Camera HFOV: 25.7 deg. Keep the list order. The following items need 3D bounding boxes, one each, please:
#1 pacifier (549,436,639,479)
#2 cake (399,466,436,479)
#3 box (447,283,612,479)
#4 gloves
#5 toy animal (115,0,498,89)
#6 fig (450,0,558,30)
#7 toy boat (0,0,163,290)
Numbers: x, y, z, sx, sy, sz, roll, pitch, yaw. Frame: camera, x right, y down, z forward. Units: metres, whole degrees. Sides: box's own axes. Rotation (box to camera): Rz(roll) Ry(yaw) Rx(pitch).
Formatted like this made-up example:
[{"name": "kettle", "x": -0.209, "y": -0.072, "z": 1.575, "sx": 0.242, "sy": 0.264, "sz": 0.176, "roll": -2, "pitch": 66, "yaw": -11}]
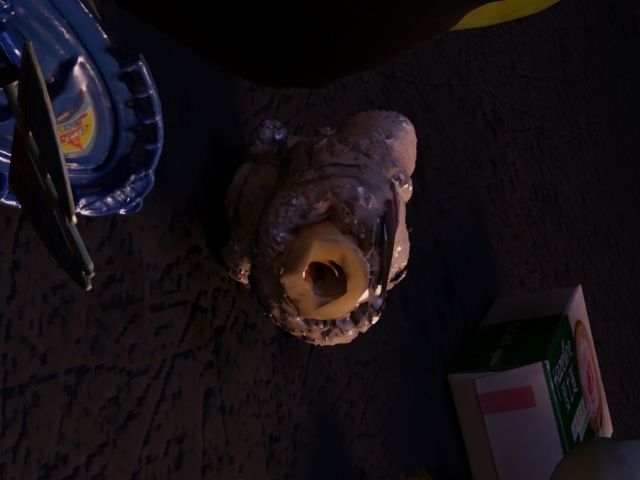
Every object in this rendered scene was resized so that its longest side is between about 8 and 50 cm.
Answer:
[{"name": "pacifier", "x": 0.249, "y": 0.270, "z": 0.919, "sx": 0.332, "sy": 0.220, "sz": 0.273, "roll": -28, "pitch": 125, "yaw": -52}, {"name": "cake", "x": 0.039, "y": 0.218, "z": 0.725, "sx": 0.185, "sy": 0.079, "sz": 0.116, "roll": -94, "pitch": 174, "yaw": -45}, {"name": "box", "x": 0.166, "y": 0.127, "z": 1.079, "sx": 0.199, "sy": 0.081, "sz": 0.135, "roll": -45, "pitch": 123, "yaw": -69}, {"name": "gloves", "x": 0.000, "y": -0.007, "z": 0.668, "sx": 0.144, "sy": 0.094, "sz": 0.110, "roll": 61, "pitch": 28, "yaw": -89}, {"name": "toy animal", "x": -0.036, "y": -0.222, "z": 0.417, "sx": 0.310, "sy": 0.251, "sz": 0.251, "roll": 46, "pitch": 32, "yaw": -18}, {"name": "fig", "x": 0.046, "y": -0.273, "z": 0.684, "sx": 0.316, "sy": 0.316, "sz": 0.316, "roll": -10, "pitch": 90, "yaw": -70}, {"name": "toy boat", "x": -0.092, "y": -0.032, "z": 0.435, "sx": 0.110, "sy": 0.091, "sz": 0.175, "roll": 68, "pitch": 8, "yaw": 26}]
